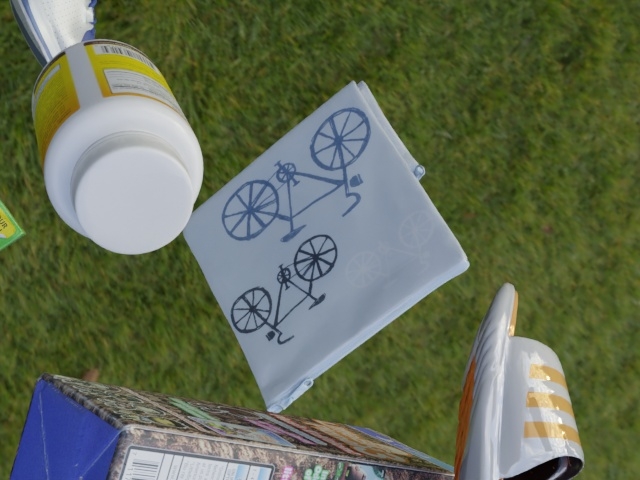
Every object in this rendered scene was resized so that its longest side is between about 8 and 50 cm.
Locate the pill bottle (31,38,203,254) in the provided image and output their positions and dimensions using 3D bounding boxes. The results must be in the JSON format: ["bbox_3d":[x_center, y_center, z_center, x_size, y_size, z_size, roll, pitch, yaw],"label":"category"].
[{"bbox_3d":[-0.160,-0.074,0.821,0.117,0.215,0.117,-8,119,-15],"label":"pill bottle"}]

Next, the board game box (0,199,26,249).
[{"bbox_3d":[-0.556,-0.076,1.330,0.213,0.046,0.317,-37,96,-9],"label":"board game box"}]

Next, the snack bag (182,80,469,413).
[{"bbox_3d":[0.000,0.000,1.333,0.323,0.342,0.037,-38,144,12],"label":"snack bag"}]

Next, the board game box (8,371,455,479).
[{"bbox_3d":[-0.065,0.237,0.719,0.291,0.141,0.232,18,87,-35],"label":"board game box"}]

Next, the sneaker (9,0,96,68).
[{"bbox_3d":[-0.304,-0.352,1.289,0.182,0.127,0.315,-24,111,-15],"label":"sneaker"}]

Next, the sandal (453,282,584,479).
[{"bbox_3d":[0.127,0.158,0.678,0.076,0.265,0.102,8,152,2],"label":"sandal"}]
